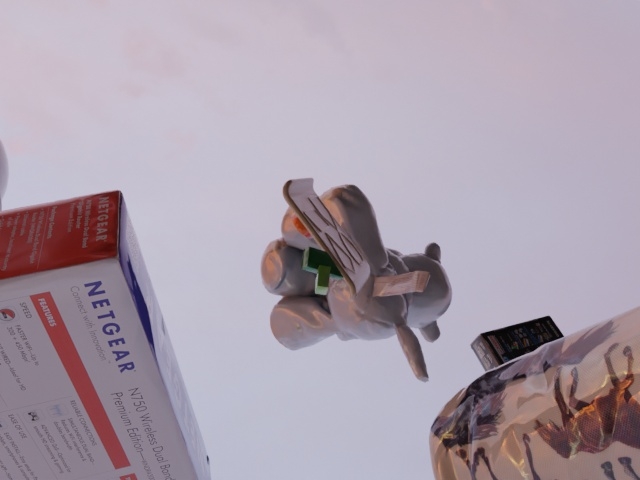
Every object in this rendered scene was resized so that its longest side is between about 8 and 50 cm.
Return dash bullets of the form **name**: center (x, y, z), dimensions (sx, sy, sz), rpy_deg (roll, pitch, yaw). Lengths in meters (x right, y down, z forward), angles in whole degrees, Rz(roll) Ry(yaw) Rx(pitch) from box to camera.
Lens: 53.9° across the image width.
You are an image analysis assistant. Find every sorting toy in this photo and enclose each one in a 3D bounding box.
- **sorting toy**: center (0.000, 0.000, 0.294), dimensions (0.062, 0.012, 0.083), rpy_deg (58, -167, 0)

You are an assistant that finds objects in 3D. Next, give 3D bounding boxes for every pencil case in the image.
- **pencil case**: center (0.280, 0.150, 0.523), dimensions (0.183, 0.410, 0.160), rpy_deg (48, -140, -6)

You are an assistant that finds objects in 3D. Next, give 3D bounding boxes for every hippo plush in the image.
- **hippo plush**: center (0.085, 0.039, 0.893), dimensions (0.237, 0.294, 0.234), rpy_deg (-4, -86, -48)

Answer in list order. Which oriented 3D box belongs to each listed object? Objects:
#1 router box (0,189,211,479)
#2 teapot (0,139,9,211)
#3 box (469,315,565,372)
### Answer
- **router box**: center (-0.260, 0.146, 0.486), dimensions (0.302, 0.335, 0.082), rpy_deg (-11, -142, -8)
- **teapot**: center (-0.591, -0.065, 0.952), dimensions (0.253, 0.256, 0.186), rpy_deg (-9, -85, -12)
- **box**: center (0.407, 0.254, 1.159), dimensions (0.175, 0.051, 0.220), rpy_deg (-10, -126, -24)
